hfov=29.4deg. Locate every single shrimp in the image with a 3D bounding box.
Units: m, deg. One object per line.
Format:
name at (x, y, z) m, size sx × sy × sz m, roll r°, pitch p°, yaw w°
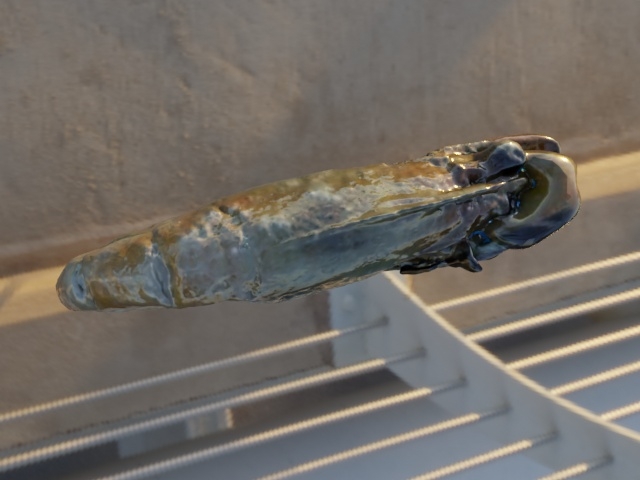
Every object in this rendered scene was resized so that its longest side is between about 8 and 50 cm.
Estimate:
shrimp at (0.000, 0.000, 1.022) m, size 0.446 × 0.221 × 0.109 m, roll -12°, pitch 85°, yaw -1°
